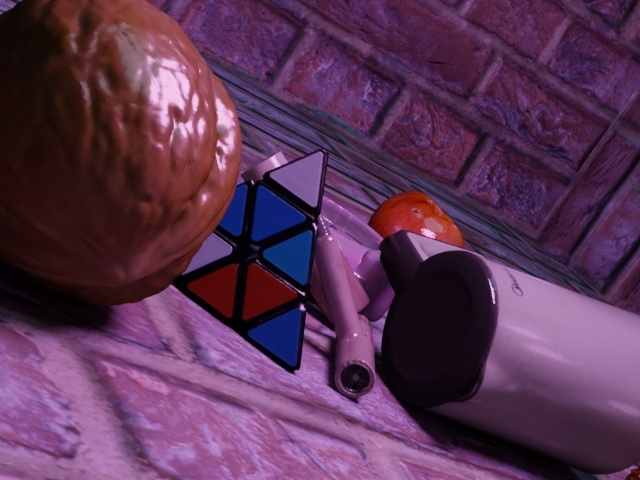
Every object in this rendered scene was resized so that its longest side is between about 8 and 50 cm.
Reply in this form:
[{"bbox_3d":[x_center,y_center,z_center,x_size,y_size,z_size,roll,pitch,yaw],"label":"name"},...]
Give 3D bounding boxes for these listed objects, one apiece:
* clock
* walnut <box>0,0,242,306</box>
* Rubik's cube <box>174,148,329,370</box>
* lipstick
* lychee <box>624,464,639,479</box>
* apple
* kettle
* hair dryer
[{"bbox_3d":[0.000,0.000,1.802,0.295,0.113,0.322,33,11,0],"label":"clock"},{"bbox_3d":[-0.229,-0.092,1.139,0.333,0.333,0.333,32,12,-7],"label":"walnut"},{"bbox_3d":[-0.137,0.047,1.398,0.234,0.284,0.250,10,52,-14],"label":"Rubik's cube"},{"bbox_3d":[-0.021,-0.003,1.602,0.254,0.070,0.070,59,10,-6],"label":"lipstick"},{"bbox_3d":[0.438,0.359,1.360,0.188,0.188,0.188,32,12,-7],"label":"lychee"},{"bbox_3d":[0.184,0.002,2.144,0.209,0.164,0.209,33,13,-9],"label":"apple"},{"bbox_3d":[0.276,0.136,1.612,0.377,0.250,0.361,22,31,-33],"label":"kettle"},{"bbox_3d":[0.026,0.069,1.443,0.195,0.054,0.220,-87,164,-75],"label":"hair dryer"}]
